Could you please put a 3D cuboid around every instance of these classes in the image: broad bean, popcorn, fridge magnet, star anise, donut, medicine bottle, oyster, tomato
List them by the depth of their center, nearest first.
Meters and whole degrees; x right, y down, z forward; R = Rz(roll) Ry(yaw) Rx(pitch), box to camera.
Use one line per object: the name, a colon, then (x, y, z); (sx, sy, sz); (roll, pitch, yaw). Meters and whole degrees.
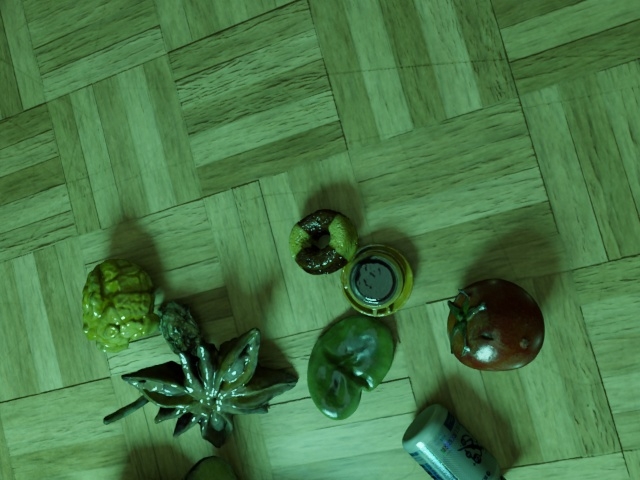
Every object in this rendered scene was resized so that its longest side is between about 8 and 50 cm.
tomato: (0.304, 0.149, 0.779); (0.167, 0.167, 0.168); (0, 90, 13)
medicine bottle: (0.249, 0.402, 0.810); (0.191, 0.107, 0.107); (44, 99, 9)
fridge magnet: (0.107, 0.076, 0.862); (0.142, 0.063, 0.143); (0, 90, 16)
donut: (0.000, 0.000, 0.873); (0.140, 0.059, 0.141); (-7, 73, 23)
broad bean: (0.054, 0.243, 0.881); (0.153, 0.072, 0.207); (26, 84, 9)
star anise: (-0.227, 0.290, 0.882); (0.349, 0.109, 0.292); (-44, 111, 10)
popcorn: (-0.425, 0.137, 0.936); (0.163, 0.140, 0.194); (8, 87, 39)
oyster: (-0.294, 0.206, 0.958); (0.108, 0.053, 0.166); (-42, 84, 13)

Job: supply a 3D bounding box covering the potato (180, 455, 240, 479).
potato: (-0.219, 0.577, 0.858); (0.115, 0.239, 0.299); (-21, 91, 19)
